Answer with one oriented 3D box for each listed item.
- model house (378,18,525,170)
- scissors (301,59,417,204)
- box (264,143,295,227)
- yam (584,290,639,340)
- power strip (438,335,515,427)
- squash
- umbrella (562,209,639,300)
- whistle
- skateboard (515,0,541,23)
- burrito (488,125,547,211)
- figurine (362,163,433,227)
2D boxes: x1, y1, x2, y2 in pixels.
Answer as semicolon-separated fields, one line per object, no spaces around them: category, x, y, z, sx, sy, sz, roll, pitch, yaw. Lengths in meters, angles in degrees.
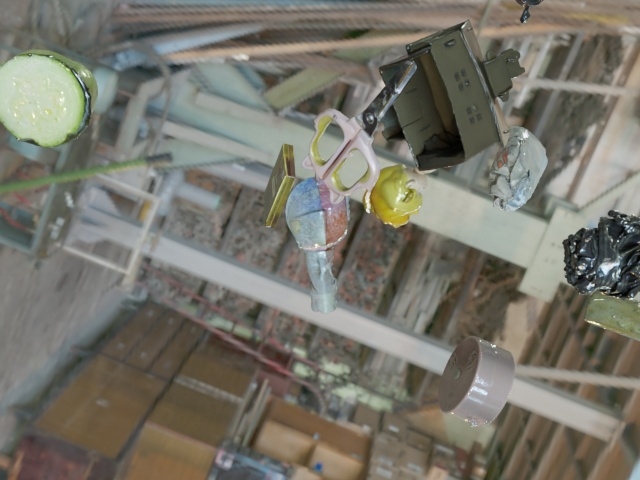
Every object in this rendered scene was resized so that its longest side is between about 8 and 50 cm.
model house;0.234;-0.254;1.631;0.243;0.211;0.204;-31;-164;-32
scissors;0.067;-0.182;1.562;0.024;0.160;0.317;-25;162;-41
box;-0.077;-0.100;1.781;0.090;0.023;0.133;-98;-156;-44
yam;0.695;0.175;1.845;0.083;0.372;0.083;16;90;-72
power strip;0.275;0.253;1.724;0.154;0.078;0.154;-60;-167;24
squash;-0.585;-0.319;2.069;0.133;0.220;0.220;-85;-167;-55
umbrella;0.594;0.031;1.677;0.128;0.337;0.154;102;-8;-78
whistle;0.001;0.000;2.020;0.142;0.134;0.346;40;-36;48
skateboard;0.377;-0.435;1.622;0.151;0.067;0.080;-35;168;-26
burrito;0.445;-0.162;2.195;0.445;0.101;0.139;-46;121;-63
figurine;0.203;-0.138;2.176;0.246;0.131;0.156;-48;-177;13
